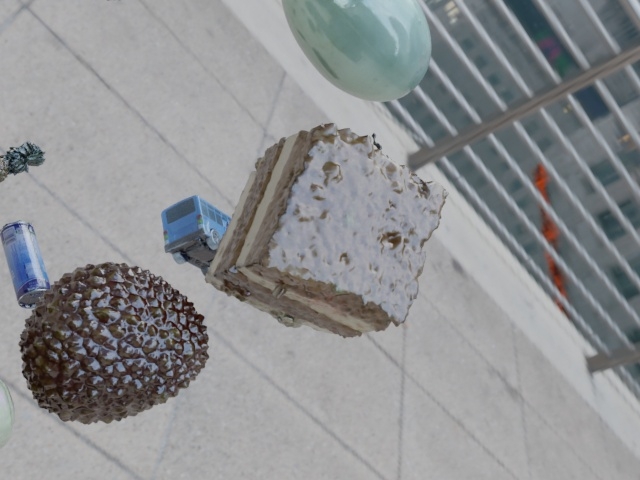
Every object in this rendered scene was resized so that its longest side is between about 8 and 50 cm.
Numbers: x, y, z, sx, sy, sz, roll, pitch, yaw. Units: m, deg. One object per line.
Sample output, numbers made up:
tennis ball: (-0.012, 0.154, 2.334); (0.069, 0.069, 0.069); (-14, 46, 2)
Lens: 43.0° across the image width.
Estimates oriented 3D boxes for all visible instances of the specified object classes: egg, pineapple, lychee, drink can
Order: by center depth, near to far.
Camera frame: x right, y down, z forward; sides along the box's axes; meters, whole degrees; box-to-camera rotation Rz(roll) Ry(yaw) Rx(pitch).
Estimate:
lychee: (-0.293, 0.153, 1.204); (0.271, 0.271, 0.271); (39, 33, -32)
egg: (0.069, -0.409, 1.536); (0.371, 0.230, 0.229); (39, 33, -42)
pineapple: (-0.663, -0.162, 1.727); (0.159, 0.074, 0.074); (-30, 89, -33)
drink can: (-0.807, 0.065, 2.228); (0.097, 0.097, 0.235); (14, 43, -53)

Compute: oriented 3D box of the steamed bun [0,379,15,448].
steamed bun: (-0.599, 0.210, 1.034); (0.352, 0.339, 0.247); (30, 77, -40)

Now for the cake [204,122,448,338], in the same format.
cake: (0.000, 0.000, 1.283); (0.256, 0.290, 0.282); (29, 65, -18)

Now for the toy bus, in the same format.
toy bus: (-0.250, -0.002, 1.857); (0.234, 0.116, 0.133); (36, 33, -57)
